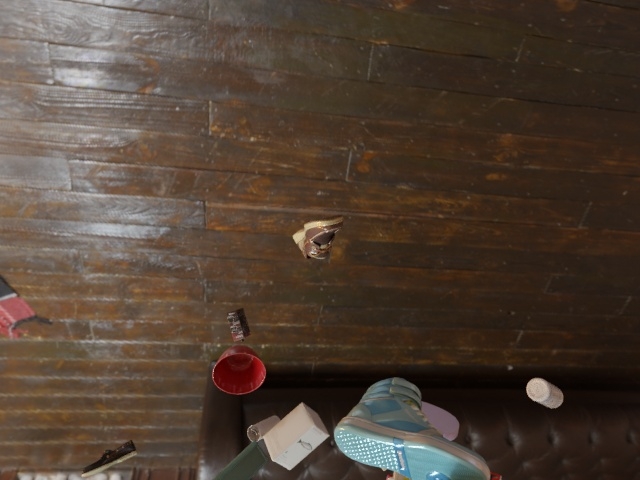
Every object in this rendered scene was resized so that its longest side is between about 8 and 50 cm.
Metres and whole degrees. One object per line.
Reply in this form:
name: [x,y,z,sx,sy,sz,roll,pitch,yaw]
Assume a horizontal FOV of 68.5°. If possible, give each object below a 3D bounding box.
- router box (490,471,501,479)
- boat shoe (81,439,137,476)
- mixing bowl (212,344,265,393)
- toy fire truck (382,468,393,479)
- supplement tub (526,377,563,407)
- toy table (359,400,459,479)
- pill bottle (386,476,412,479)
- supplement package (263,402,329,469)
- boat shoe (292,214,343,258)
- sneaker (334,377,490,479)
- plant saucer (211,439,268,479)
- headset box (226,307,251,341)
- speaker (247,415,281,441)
router box: [0.479,0.936,1.426,0.082,0.301,0.336,4,106,31]
boat shoe: [-0.532,0.547,1.180,0.132,0.042,0.049,-16,157,-39]
mixing bowl: [-0.284,0.435,1.643,0.181,0.098,0.182,-4,117,-8]
toy fire truck: [0.251,0.756,1.609,0.135,0.047,0.192,17,90,-19]
supplement tub: [0.679,0.462,1.422,0.107,0.071,0.071,31,114,-36]
toy table: [0.232,0.555,1.309,0.274,0.252,0.161,11,103,21]
pill bottle: [0.235,0.739,1.405,0.116,0.065,0.065,1,123,-19]
supplement package: [-0.081,0.653,1.570,0.179,0.105,0.105,-41,127,-1]
boat shoe: [0.000,0.000,1.573,0.123,0.342,0.123,-15,85,-24]
sneaker: [0.209,0.387,0.996,0.318,0.208,0.127,8,120,29]
plant saucer: [-0.212,0.584,1.156,0.018,0.192,0.067,-25,98,55]
headset box: [-0.212,0.222,1.227,0.032,0.062,0.084,-17,86,6]
speaker: [-0.196,0.660,1.652,0.055,0.055,0.136,-42,159,19]
